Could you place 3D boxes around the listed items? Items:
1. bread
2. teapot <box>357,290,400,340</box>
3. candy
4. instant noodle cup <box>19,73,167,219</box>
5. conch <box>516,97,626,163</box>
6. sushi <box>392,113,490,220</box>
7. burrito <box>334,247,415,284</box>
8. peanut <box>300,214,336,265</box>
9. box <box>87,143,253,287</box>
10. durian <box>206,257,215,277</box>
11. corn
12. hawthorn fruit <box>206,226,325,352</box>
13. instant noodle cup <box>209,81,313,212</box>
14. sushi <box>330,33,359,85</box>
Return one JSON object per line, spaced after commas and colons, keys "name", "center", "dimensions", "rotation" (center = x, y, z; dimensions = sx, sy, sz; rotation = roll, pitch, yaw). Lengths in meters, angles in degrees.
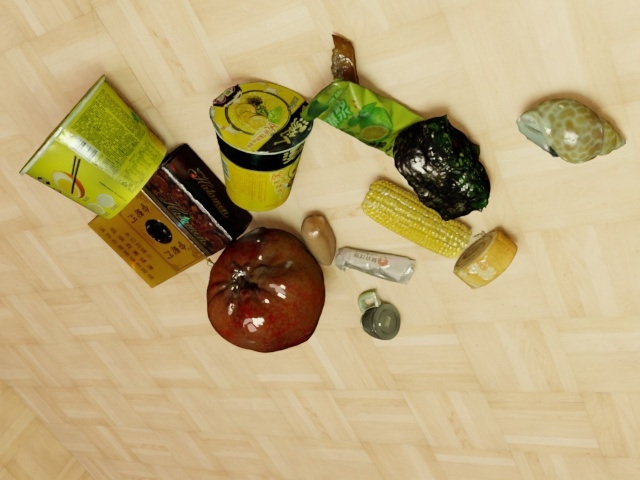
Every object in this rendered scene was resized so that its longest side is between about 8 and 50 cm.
{"name": "bread", "center": [0.344, 0.042, 1.439], "dimensions": [0.073, 0.122, 0.149], "rotation": [41, 135, -5]}
{"name": "teapot", "center": [0.145, 0.193, 1.730], "dimensions": [0.092, 0.124, 0.091], "rotation": [8, 169, -35]}
{"name": "candy", "center": [0.095, -0.244, 1.346], "dimensions": [0.246, 0.069, 0.149], "rotation": [24, 149, -21]}
{"name": "instant noodle cup", "center": [-0.525, -0.205, 1.601], "dimensions": [0.221, 0.311, 0.311], "rotation": [42, 136, -23]}
{"name": "conch", "center": [0.437, -0.197, 1.193], "dimensions": [0.173, 0.106, 0.116], "rotation": [27, 160, 31]}
{"name": "sushi", "center": [0.245, -0.138, 1.318], "dimensions": [0.127, 0.124, 0.225], "rotation": [-19, 130, 35]}
{"name": "burrito", "center": [0.130, 0.059, 1.622], "dimensions": [0.203, 0.064, 0.064], "rotation": [11, 133, 18]}
{"name": "peanut", "center": [0.000, 0.000, 1.627], "dimensions": [0.076, 0.076, 0.152], "rotation": [2, 133, 28]}
{"name": "box", "center": [-0.402, -0.053, 1.774], "dimensions": [0.415, 0.116, 0.264], "rotation": [-25, 112, 42]}
{"name": "durian", "center": [-0.234, 0.108, 1.810], "dimensions": [0.208, 0.146, 0.102], "rotation": [36, -178, -29]}
{"name": "corn", "center": [0.204, -0.045, 1.460], "dimensions": [0.244, 0.093, 0.093], "rotation": [29, 136, 3]}
{"name": "hawthorn fruit", "center": [-0.117, 0.130, 1.649], "dimensions": [0.308, 0.308, 0.325], "rotation": [-19, 159, 39]}
{"name": "instant noodle cup", "center": [-0.132, -0.188, 1.455], "dimensions": [0.215, 0.215, 0.236], "rotation": [23, 143, 9]}
{"name": "sushi", "center": [0.045, -0.339, 1.318], "dimensions": [0.055, 0.052, 0.120], "rotation": [-1, 133, 11]}
